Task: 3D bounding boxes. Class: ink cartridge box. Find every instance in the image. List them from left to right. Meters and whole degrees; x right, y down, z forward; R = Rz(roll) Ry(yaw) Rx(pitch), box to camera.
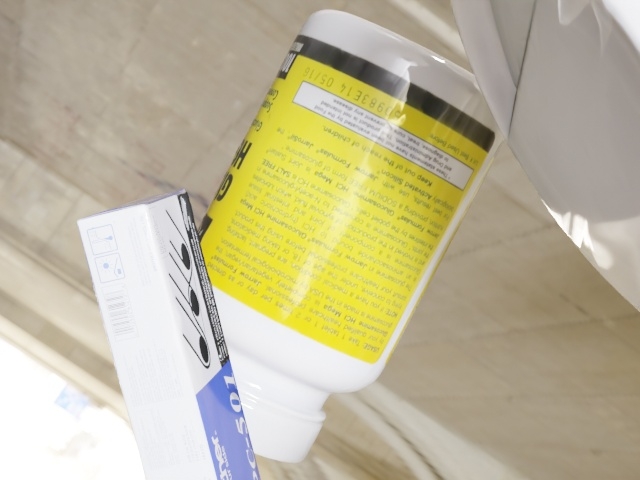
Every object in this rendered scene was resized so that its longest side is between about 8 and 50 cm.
[{"bbox_3d":[-0.088,0.077,0.755,0.046,0.207,0.097,-13,-175,10],"label":"ink cartridge box"}]

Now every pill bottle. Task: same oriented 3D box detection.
[{"bbox_3d":[0.000,0.000,0.997,0.333,0.188,0.188,-62,-171,2],"label":"pill bottle"}]

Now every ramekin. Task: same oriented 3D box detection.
[{"bbox_3d":[0.188,-0.089,0.659,0.127,0.272,0.273,-31,-173,-6],"label":"ramekin"}]
